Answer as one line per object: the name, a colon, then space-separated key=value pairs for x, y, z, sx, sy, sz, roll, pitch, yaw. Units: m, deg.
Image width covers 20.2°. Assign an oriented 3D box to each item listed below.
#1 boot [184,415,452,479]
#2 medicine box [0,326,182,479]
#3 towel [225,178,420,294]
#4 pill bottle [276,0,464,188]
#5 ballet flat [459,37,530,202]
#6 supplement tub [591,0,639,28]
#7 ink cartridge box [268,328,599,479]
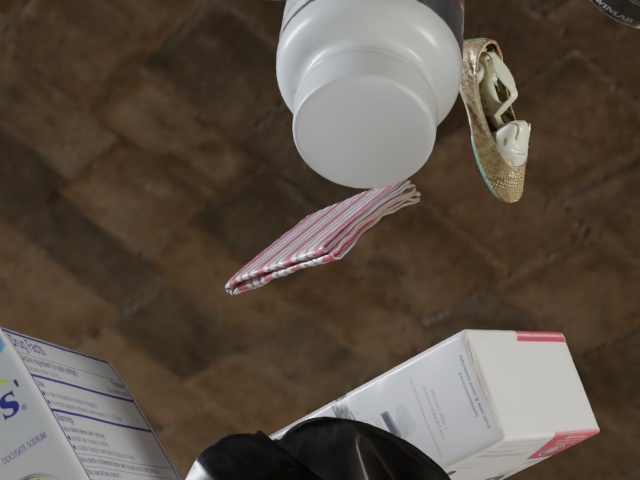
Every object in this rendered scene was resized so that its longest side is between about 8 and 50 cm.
boot: x=-0.062 y=0.294 z=1.060 sx=0.146 sy=0.367 sz=0.445 roll=28 pitch=105 yaw=12
medicine box: x=-0.197 y=0.232 z=1.400 sx=0.289 sy=0.149 sz=0.263 roll=57 pitch=-175 yaw=15
towel: x=0.000 y=0.000 z=1.837 sx=0.197 sy=0.144 sz=0.029 roll=-21 pitch=104 yaw=53
pill bottle: x=0.050 y=-0.199 z=1.732 sx=0.176 sy=0.318 sz=0.176 roll=3 pitch=132 yaw=3
ballet flat: x=0.213 y=-0.149 z=2.165 sx=0.067 sy=0.073 sz=0.206 roll=-23 pitch=85 yaw=46
supplement tub: x=0.388 y=-0.353 z=1.850 sx=0.193 sy=0.193 sz=0.316 roll=31 pitch=163 yaw=-3
ink cartridge box: x=0.080 y=0.154 z=1.392 sx=0.218 sy=0.092 sz=0.158 roll=-30 pitch=160 yaw=31
